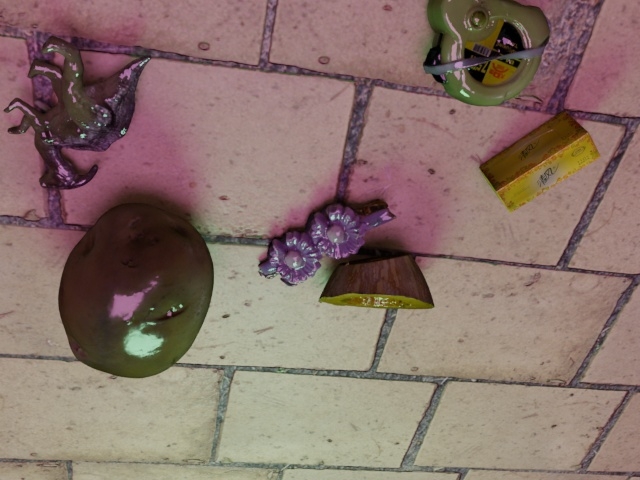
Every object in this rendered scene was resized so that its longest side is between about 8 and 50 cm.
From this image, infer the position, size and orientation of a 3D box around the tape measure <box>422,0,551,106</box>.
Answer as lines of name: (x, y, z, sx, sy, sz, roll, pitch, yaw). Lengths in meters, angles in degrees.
tape measure: (0.250, -0.296, 0.940, 0.200, 0.106, 0.175, 9, 108, -16)

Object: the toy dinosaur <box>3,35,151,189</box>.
toy dinosaur: (-0.384, -0.196, 0.946, 0.162, 0.077, 0.294, 30, 130, -29)

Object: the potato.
potato: (-0.317, 0.101, 1.058, 0.243, 0.221, 0.326, -11, 136, -43)

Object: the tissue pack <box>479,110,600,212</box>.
tissue pack: (0.376, -0.137, 1.067, 0.176, 0.095, 0.062, -33, 122, 15)

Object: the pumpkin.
pumpkin: (0.107, 0.074, 1.159, 0.217, 0.217, 0.110, 5, 85, -11)

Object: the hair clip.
hair clip: (0.000, 0.000, 1.132, 0.292, 0.084, 0.106, -29, 105, 18)
